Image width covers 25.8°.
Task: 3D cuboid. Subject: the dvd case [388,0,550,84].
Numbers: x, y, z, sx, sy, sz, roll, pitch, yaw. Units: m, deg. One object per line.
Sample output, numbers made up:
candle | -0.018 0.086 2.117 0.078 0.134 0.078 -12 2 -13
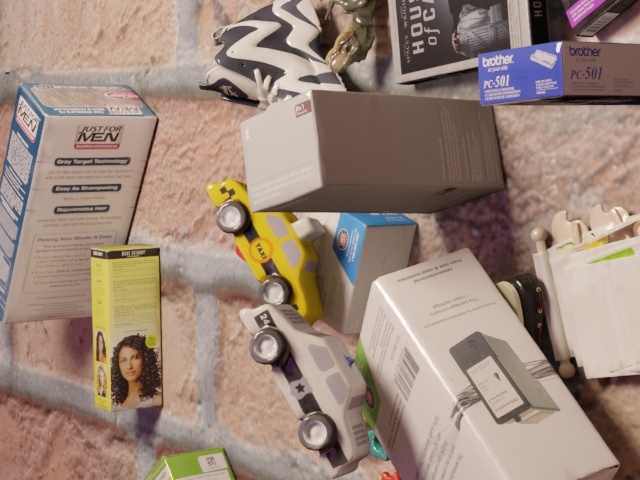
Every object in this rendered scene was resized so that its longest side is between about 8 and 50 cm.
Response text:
dvd case | 0.141 -0.258 1.406 0.239 0.030 0.179 -2 93 60

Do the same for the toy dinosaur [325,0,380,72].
toy dinosaur | 0.030 -0.321 1.555 0.118 0.064 0.268 15 101 49

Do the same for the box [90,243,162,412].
box | -0.276 0.123 1.995 0.058 0.087 0.232 6 100 56

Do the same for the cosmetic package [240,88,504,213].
cosmetic package | 0.052 -0.085 1.393 0.127 0.238 0.107 -19 78 54

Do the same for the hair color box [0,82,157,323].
hair color box | -0.369 -0.052 2.026 0.105 0.174 0.347 47 129 42

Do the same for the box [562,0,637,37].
box | 0.251 -0.285 1.278 0.116 0.029 0.162 -40 60 48

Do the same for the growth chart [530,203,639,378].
growth chart | 0.283 0.049 1.277 0.237 0.021 0.172 -7 88 54

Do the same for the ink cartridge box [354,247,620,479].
ink cartridge box | 0.147 0.179 1.356 0.273 0.115 0.198 58 154 31

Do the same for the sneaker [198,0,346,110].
sneaker | -0.055 -0.164 1.585 0.094 0.153 0.235 94 159 -70

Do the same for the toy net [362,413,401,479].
toy net | 0.071 0.222 1.570 0.232 0.045 0.122 18 110 53

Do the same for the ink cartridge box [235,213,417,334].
ink cartridge box | 0.000 0.000 1.608 0.231 0.078 0.134 34 119 47

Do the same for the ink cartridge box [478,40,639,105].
ink cartridge box | 0.239 -0.137 1.158 0.097 0.207 0.046 0 94 54

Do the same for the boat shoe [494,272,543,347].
boat shoe | 0.200 0.096 1.376 0.049 0.042 0.133 26 129 53

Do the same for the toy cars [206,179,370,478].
toy cars | -0.017 0.067 1.435 0.087 0.176 0.393 -32 39 10

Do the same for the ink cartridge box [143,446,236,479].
ink cartridge box | -0.161 0.433 1.861 0.189 0.097 0.255 -52 52 43
